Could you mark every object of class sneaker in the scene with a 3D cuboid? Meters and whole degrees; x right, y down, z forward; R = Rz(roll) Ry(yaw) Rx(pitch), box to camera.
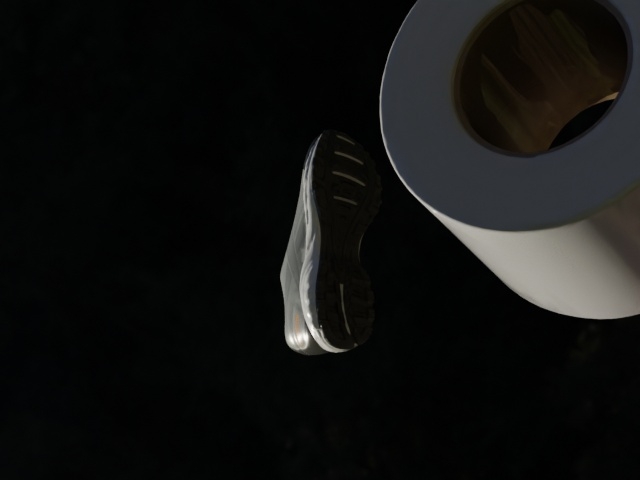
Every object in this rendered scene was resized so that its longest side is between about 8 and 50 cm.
[{"bbox_3d":[0.000,0.000,1.811,0.108,0.100,0.272,-24,53,49],"label":"sneaker"}]

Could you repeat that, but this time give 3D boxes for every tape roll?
[{"bbox_3d":[0.185,-0.085,1.157,0.169,0.246,0.246,41,-107,-53],"label":"tape roll"}]
